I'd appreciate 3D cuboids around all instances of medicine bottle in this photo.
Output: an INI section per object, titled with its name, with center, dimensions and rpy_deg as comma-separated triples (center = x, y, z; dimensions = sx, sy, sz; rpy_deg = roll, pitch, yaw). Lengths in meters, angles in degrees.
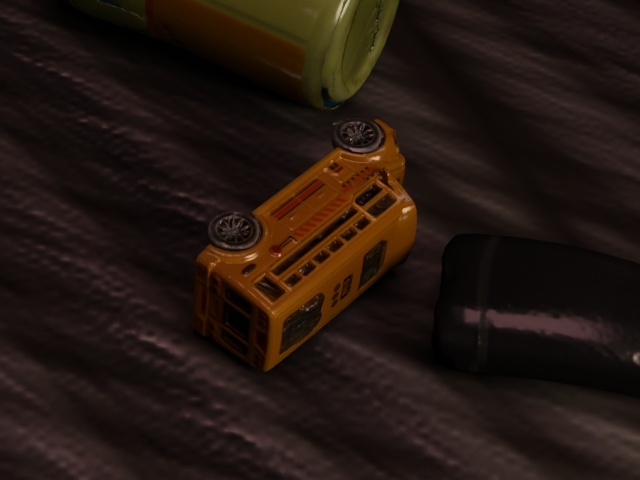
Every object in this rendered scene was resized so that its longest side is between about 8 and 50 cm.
[medicine bottle]
center = -0.073, -0.178, 1.014
dimensions = 0.239, 0.124, 0.124
rpy_deg = 24, 48, 16

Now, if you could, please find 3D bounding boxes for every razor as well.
[razor]
center = 0.138, 0.043, 0.869
dimensions = 0.148, 0.054, 0.090
rpy_deg = 10, 49, 3

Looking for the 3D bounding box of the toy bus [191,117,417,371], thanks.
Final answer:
[toy bus]
center = 0.000, 0.000, 0.881
dimensions = 0.074, 0.069, 0.162
rpy_deg = 35, 53, 23
